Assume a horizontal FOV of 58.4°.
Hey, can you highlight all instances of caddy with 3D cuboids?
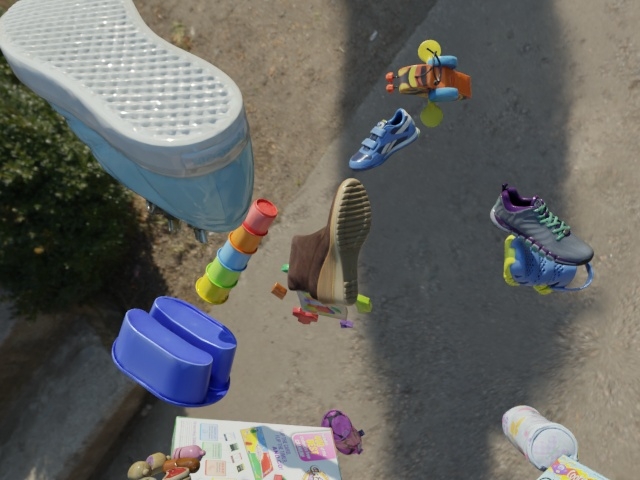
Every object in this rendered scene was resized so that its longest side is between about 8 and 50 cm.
[{"bbox_3d":[-0.388,0.305,1.530,0.341,0.241,0.179,29,113,18],"label":"caddy"}]

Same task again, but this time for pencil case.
[{"bbox_3d":[0.067,0.555,1.645,0.095,0.209,0.098,-40,57,-8],"label":"pencil case"},{"bbox_3d":[0.540,0.488,1.422,0.124,0.273,0.114,21,86,5],"label":"pencil case"}]

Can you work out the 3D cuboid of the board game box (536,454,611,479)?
[{"bbox_3d":[0.458,0.581,1.110,0.275,0.144,0.142,-34,18,-19],"label":"board game box"}]

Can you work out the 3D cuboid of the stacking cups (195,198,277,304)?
[{"bbox_3d":[-0.204,0.033,1.431,0.316,0.096,0.096,-51,61,33],"label":"stacking cups"}]

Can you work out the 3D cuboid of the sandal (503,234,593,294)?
[{"bbox_3d":[0.532,0.057,1.338,0.138,0.317,0.126,-1,81,44],"label":"sandal"}]

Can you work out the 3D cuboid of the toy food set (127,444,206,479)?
[{"bbox_3d":[-0.148,0.218,0.552,0.077,0.122,0.019,-12,84,-18],"label":"toy food set"}]

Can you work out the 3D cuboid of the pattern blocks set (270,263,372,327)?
[{"bbox_3d":[0.000,0.163,1.572,0.285,0.325,0.026,2,56,25],"label":"pattern blocks set"}]

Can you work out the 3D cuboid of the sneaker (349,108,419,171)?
[{"bbox_3d":[0.104,-0.174,0.999,0.144,0.059,0.053,-38,37,-10],"label":"sneaker"}]

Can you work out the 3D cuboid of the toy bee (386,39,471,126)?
[{"bbox_3d":[0.247,-0.390,1.363,0.162,0.298,0.195,0,71,30],"label":"toy bee"}]

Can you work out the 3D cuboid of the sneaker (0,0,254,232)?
[{"bbox_3d":[-0.193,-0.125,0.551,0.135,0.150,0.366,-31,53,-22],"label":"sneaker"}]

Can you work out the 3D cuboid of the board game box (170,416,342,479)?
[{"bbox_3d":[-0.117,0.443,1.049,0.242,0.316,0.064,-107,29,-61],"label":"board game box"}]

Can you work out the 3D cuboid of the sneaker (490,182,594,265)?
[{"bbox_3d":[0.455,-0.032,1.171,0.223,0.098,0.083,31,55,26],"label":"sneaker"}]

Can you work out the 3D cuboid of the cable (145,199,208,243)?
[{"bbox_3d":[-0.234,-0.138,0.928,0.139,0.072,0.287,17,112,44],"label":"cable"}]

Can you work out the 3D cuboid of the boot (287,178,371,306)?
[{"bbox_3d":[0.000,0.000,1.120,0.207,0.090,0.249,12,100,53],"label":"boot"}]
